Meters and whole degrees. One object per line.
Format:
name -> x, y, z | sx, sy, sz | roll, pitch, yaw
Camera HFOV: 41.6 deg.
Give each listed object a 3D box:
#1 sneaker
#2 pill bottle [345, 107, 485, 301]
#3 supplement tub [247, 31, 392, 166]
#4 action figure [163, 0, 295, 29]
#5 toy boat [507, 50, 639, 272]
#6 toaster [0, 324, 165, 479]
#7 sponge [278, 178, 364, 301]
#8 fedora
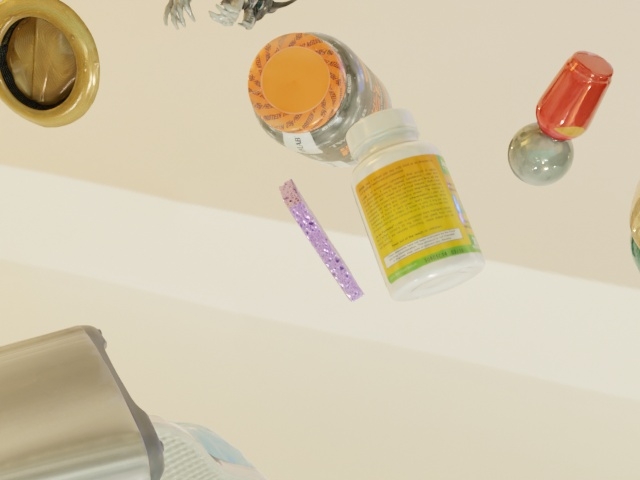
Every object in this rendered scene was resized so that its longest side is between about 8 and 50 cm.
sneaker -> -0.211, 0.307, 1.162 | 0.150, 0.366, 0.135 | 32, -101, 41
pill bottle -> 0.121, -0.052, 1.162 | 0.136, 0.136, 0.245 | -18, -106, -5
supplement tub -> 0.003, -0.252, 1.529 | 0.207, 0.338, 0.207 | -1, -92, 17
action figure -> -0.154, -0.353, 1.149 | 0.164, 0.276, 0.141 | 0, -109, 49
toy boat -> 0.332, -0.043, 0.806 | 0.318, 0.148, 0.267 | 39, -135, 19
toaster -> -0.235, 0.164, 0.704 | 0.146, 0.129, 0.227 | -10, -141, -31
sponge -> 0.000, 0.000, 1.443 | 0.031, 0.210, 0.117 | -32, -156, 2
fedora -> -0.387, -0.261, 1.201 | 0.194, 0.194, 0.079 | 7, -151, 10
